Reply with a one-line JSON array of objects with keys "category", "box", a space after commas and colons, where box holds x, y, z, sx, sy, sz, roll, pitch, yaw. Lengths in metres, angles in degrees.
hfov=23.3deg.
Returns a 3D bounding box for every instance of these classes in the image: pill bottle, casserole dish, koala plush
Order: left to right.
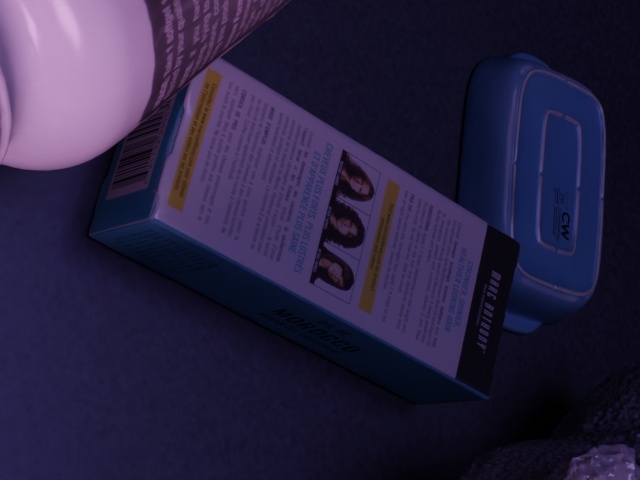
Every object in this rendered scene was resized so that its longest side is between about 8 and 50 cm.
[{"category": "pill bottle", "box": [-0.110, -0.142, 0.700, 0.318, 0.176, 0.176, -45, 111, -37]}, {"category": "casserole dish", "box": [0.140, -0.034, 0.989, 0.114, 0.037, 0.188, 18, 71, -37]}, {"category": "koala plush", "box": [0.150, 0.163, 0.870, 0.221, 0.196, 0.203, 6, 66, -40]}]

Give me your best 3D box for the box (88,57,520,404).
[{"category": "box", "box": [0.000, 0.000, 0.843, 0.244, 0.060, 0.100, 30, 63, -33]}]
